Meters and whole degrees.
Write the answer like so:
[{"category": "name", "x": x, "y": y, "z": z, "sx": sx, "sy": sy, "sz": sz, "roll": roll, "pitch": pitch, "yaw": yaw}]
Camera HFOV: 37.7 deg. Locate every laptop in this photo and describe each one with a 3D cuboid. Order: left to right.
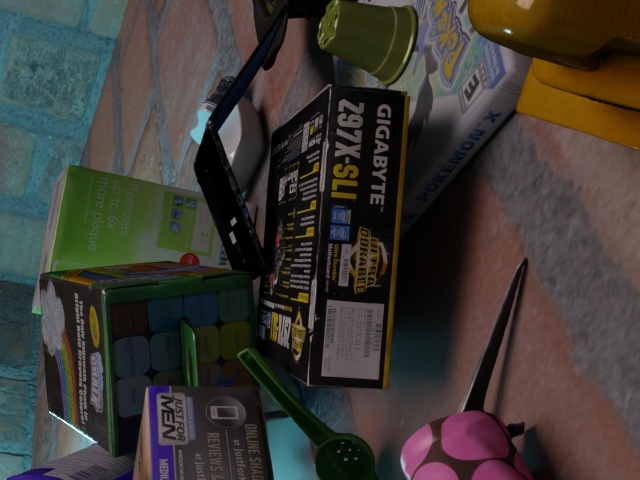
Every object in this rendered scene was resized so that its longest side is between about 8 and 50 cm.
[{"category": "laptop", "x": -0.070, "y": -0.098, "z": 1.098, "sx": 0.234, "sy": 0.137, "sz": 0.264, "roll": 148, "pitch": 101, "yaw": -78}]

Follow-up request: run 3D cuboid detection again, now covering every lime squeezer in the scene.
[{"category": "lime squeezer", "x": 0.031, "y": 0.229, "z": 0.827, "sx": 0.310, "sy": 0.059, "sz": 0.110, "roll": 62, "pitch": -175, "yaw": 23}]

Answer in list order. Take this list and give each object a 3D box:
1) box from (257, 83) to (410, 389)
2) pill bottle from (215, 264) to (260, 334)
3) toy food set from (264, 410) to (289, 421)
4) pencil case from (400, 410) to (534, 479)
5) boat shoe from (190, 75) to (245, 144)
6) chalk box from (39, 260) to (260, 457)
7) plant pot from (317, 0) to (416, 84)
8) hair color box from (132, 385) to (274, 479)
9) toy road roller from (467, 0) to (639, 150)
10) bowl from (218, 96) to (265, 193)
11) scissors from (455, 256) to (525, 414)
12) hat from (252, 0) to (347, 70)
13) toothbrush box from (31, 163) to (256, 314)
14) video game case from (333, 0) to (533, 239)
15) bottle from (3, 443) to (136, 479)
[{"category": "box", "x": 0.000, "y": 0.000, "z": 0.933, "sx": 0.322, "sy": 0.079, "sz": 0.257, "roll": 171, "pitch": 102, "yaw": -78}, {"category": "pill bottle", "x": -0.145, "y": 0.139, "z": 1.263, "sx": 0.117, "sy": 0.117, "sz": 0.215, "roll": -107, "pitch": 36, "yaw": -51}, {"category": "toy food set", "x": -0.127, "y": 0.363, "z": 1.135, "sx": 0.220, "sy": 0.092, "sz": 0.306, "roll": -23, "pitch": 50, "yaw": 52}, {"category": "pencil case", "x": 0.129, "y": 0.204, "z": 0.605, "sx": 0.095, "sy": 0.098, "sz": 0.209, "roll": -27, "pitch": 34, "yaw": 2}, {"category": "boat shoe", "x": -0.169, "y": -0.211, "z": 1.596, "sx": 0.083, "sy": 0.065, "sz": 0.183, "roll": -56, "pitch": 3, "yaw": -18}, {"category": "chalk box", "x": -0.181, "y": 0.124, "z": 1.049, "sx": 0.289, "sy": 0.179, "sz": 0.180, "roll": 6, "pitch": 100, "yaw": 56}, {"category": "plant pot", "x": 0.042, "y": -0.208, "z": 0.945, "sx": 0.083, "sy": 0.079, "sz": 0.083, "roll": -167, "pitch": 90, "yaw": -68}, {"category": "hair color box", "x": -0.121, "y": 0.307, "z": 0.840, "sx": 0.185, "sy": 0.110, "sz": 0.338, "roll": -104, "pitch": 24, "yaw": -47}, {"category": "toy road roller", "x": 0.172, "y": -0.151, "z": 0.478, "sx": 0.329, "sy": 0.241, "sz": 0.202, "roll": -138, "pitch": 63, "yaw": -65}, {"category": "bowl", "x": -0.130, "y": -0.141, "z": 1.460, "sx": 0.142, "sy": 0.053, "sz": 0.142, "roll": -103, "pitch": 34, "yaw": -47}, {"category": "scissors", "x": 0.112, "y": 0.161, "z": 0.730, "sx": 0.021, "sy": 0.109, "sz": 0.297, "roll": 9, "pitch": 64, "yaw": 57}, {"category": "hat", "x": -0.015, "y": -0.385, "z": 1.203, "sx": 0.331, "sy": 0.134, "sz": 0.331, "roll": 179, "pitch": 90, "yaw": -80}, {"category": "toothbrush box", "x": -0.256, "y": 0.025, "z": 1.372, "sx": 0.122, "sy": 0.283, "sz": 0.206, "roll": -17, "pitch": 63, "yaw": 64}, {"category": "video game case", "x": 0.097, "y": -0.188, "z": 0.956, "sx": 0.300, "sy": 0.036, "sz": 0.329, "roll": 127, "pitch": 147, "yaw": -47}, {"category": "bottle", "x": -0.222, "y": 0.265, "z": 1.005, "sx": 0.118, "sy": 0.283, "sz": 0.092, "roll": -1, "pitch": 93, "yaw": 24}]
